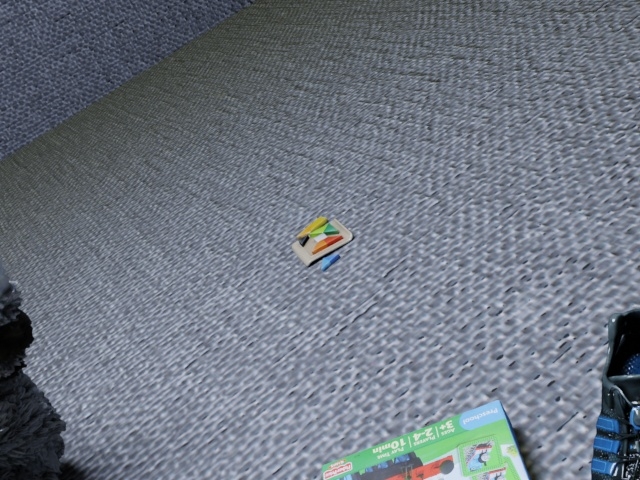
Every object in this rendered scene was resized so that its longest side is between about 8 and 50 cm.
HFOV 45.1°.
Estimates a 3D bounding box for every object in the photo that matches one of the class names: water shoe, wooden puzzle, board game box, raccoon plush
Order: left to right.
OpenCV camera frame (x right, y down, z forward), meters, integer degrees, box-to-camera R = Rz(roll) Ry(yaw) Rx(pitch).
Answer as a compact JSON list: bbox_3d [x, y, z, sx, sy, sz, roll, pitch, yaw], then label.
[{"bbox_3d":[-0.416,0.203,0.685,0.216,0.446,0.299,21,49,14],"label":"raccoon plush"},{"bbox_3d":[0.000,0.000,1.015,0.078,0.014,0.116,-36,29,-13],"label":"wooden puzzle"},{"bbox_3d":[0.085,0.222,0.547,0.160,0.039,0.211,-23,29,9],"label":"board game box"},{"bbox_3d":[0.216,0.132,0.533,0.073,0.080,0.203,-13,32,27],"label":"water shoe"}]
